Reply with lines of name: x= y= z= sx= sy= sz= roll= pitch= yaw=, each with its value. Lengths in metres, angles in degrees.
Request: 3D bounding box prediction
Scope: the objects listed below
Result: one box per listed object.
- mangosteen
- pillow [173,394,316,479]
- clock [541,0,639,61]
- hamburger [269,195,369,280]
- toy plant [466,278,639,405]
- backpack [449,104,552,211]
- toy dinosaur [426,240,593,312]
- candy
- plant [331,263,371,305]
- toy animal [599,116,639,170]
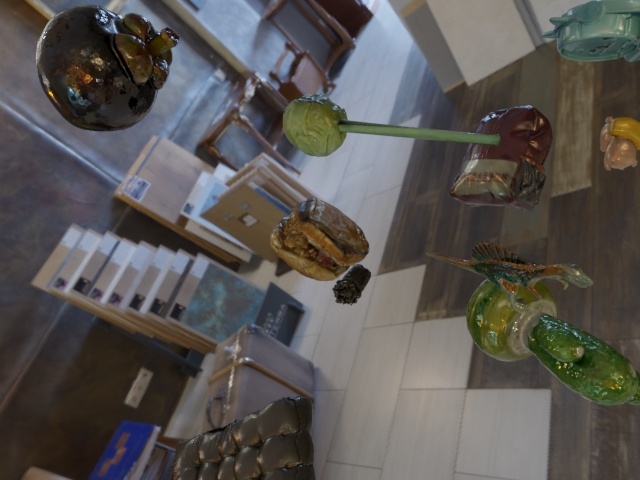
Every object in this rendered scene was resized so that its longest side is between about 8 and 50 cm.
mangosteen: x=-0.439 y=-0.379 z=1.064 sx=0.302 sy=0.275 sz=0.275 roll=-17 pitch=38 yaw=12
pillow: x=-0.138 y=0.412 z=0.839 sx=0.326 sy=0.101 sz=0.228 roll=-35 pitch=43 yaw=31
clock: x=0.713 y=-0.525 z=1.260 sx=0.273 sy=0.223 sz=0.094 roll=4 pitch=91 yaw=15
hamburger: x=0.000 y=0.000 z=1.309 sx=0.163 sy=0.244 sz=0.244 roll=-53 pitch=26 yaw=20
toy plant: x=0.435 y=0.185 z=0.921 sx=0.185 sy=0.224 sz=0.316 roll=-59 pitch=34 yaw=2
backpack: x=0.561 y=-0.251 z=1.505 sx=0.283 sy=0.197 sz=0.318 roll=12 pitch=80 yaw=53
toy dinosaur: x=0.208 y=0.029 z=0.580 sx=0.187 sy=0.106 sz=0.044 roll=30 pitch=74 yaw=26
candy: x=0.078 y=-0.146 z=0.652 sx=0.335 sy=0.093 sz=0.092 roll=16 pitch=33 yaw=42
plant: x=0.099 y=0.144 z=1.585 sx=0.143 sy=0.092 sz=0.094 roll=-48 pitch=-6 yaw=-35
toy animal: x=0.647 y=-0.210 z=1.072 sx=0.082 sy=0.091 sz=0.115 roll=-128 pitch=36 yaw=-78
